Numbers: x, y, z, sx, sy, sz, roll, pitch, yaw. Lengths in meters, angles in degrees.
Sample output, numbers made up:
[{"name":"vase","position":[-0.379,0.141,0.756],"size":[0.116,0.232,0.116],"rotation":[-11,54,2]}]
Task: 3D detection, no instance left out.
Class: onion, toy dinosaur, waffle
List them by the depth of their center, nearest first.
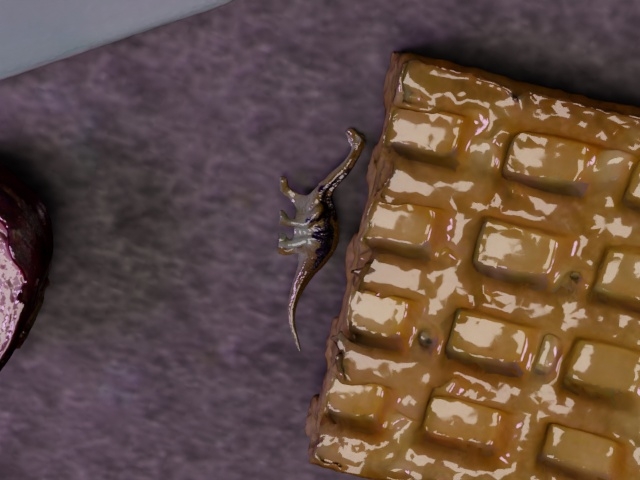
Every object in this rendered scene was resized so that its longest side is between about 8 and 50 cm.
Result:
[{"name":"onion","position":[-0.317,0.014,1.021],"size":[0.218,0.140,0.195],"rotation":[25,109,-7]},{"name":"waffle","position":[0.162,0.049,1.022],"size":[0.304,0.077,0.348],"rotation":[14,106,-4]},{"name":"toy dinosaur","position":[-0.014,-0.005,1.049],"size":[0.058,0.037,0.180],"rotation":[17,113,1]}]

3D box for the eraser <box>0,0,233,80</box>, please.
[{"name":"eraser","position":[-0.221,-0.213,0.935],"size":[0.290,0.104,0.189],"rotation":[-16,107,10]}]
